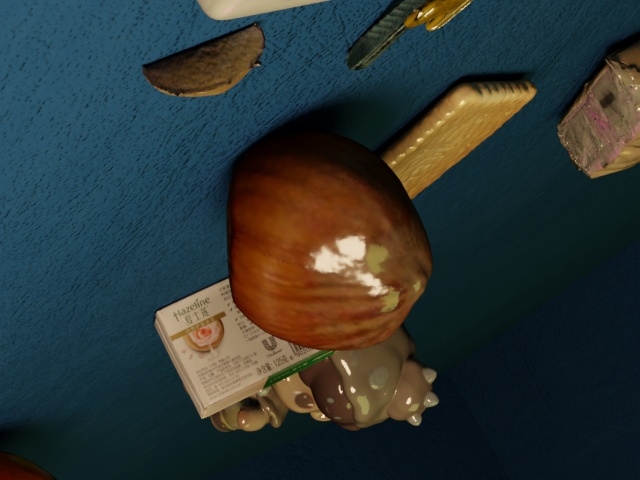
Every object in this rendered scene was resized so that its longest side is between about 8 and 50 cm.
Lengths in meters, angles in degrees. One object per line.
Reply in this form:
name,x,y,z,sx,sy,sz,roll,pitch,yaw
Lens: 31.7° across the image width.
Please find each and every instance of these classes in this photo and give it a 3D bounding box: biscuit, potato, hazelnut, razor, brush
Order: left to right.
potato,-0.080,-0.118,0.807,0.093,0.037,0.036,-25,170,-18
hazelnut,0.007,-0.003,1.054,0.210,0.210,0.186,-34,-156,18
razor,0.077,-0.189,0.873,0.066,0.033,0.190,-16,161,-41
biscuit,0.117,-0.100,1.258,0.160,0.030,0.250,-13,158,-49
brush,0.100,-0.184,0.868,0.082,0.010,0.218,-37,-179,25

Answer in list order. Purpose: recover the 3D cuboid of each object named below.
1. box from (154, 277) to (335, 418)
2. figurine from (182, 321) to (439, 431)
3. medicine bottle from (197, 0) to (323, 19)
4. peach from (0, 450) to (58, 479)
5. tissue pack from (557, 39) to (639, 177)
box,-0.088,0.113,1.386,0.199,0.135,0.081,-23,165,-18
figurine,-0.019,0.183,1.632,0.381,0.248,0.203,-22,176,28
medicine bottle,0.020,-0.198,0.558,0.324,0.124,0.179,-21,163,-35
peach,-0.450,0.457,1.407,0.388,0.388,0.388,-27,166,-8
tissue pack,0.447,-0.192,1.399,0.257,0.123,0.215,-25,167,-15
